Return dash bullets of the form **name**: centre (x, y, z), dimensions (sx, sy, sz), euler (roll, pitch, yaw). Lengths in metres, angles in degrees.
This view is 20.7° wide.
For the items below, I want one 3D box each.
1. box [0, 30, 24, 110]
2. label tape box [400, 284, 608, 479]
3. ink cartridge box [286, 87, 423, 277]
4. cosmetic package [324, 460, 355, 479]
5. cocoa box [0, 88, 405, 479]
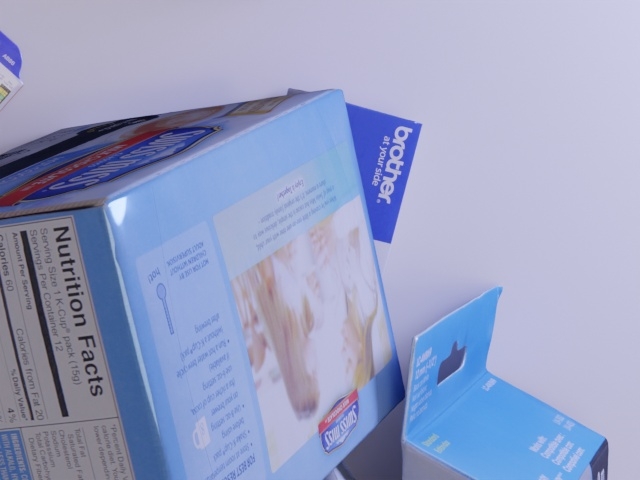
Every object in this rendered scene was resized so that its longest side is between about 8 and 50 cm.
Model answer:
- **box**: centre (-0.269, -0.096, 1.206), dimensions (0.081, 0.028, 0.136), euler (43, 80, -18)
- **label tape box**: centre (0.138, 0.223, 1.261), dimensions (0.115, 0.249, 0.348), euler (5, 98, 17)
- **ink cartridge box**: centre (0.000, 0.000, 1.298), dimensions (0.097, 0.046, 0.207), euler (14, 92, -21)
- **cosmetic package**: centre (-0.126, 0.284, 1.130), dimensions (0.377, 0.284, 0.097), euler (-31, 105, 1)
- **cocoa box**: centre (-0.121, 0.057, 1.076), dimensions (0.228, 0.347, 0.232), euler (-8, 101, 24)
